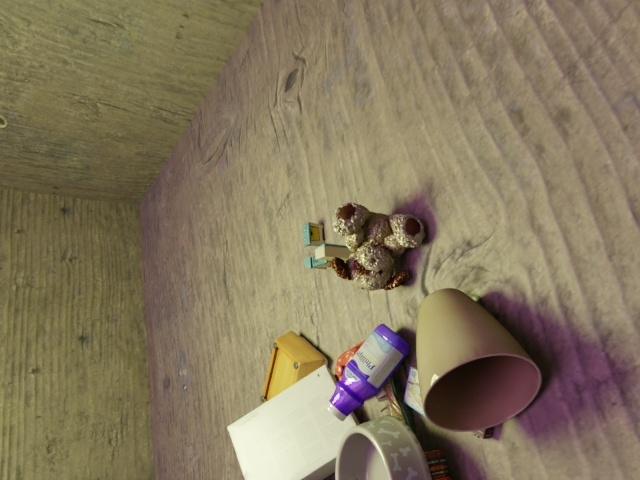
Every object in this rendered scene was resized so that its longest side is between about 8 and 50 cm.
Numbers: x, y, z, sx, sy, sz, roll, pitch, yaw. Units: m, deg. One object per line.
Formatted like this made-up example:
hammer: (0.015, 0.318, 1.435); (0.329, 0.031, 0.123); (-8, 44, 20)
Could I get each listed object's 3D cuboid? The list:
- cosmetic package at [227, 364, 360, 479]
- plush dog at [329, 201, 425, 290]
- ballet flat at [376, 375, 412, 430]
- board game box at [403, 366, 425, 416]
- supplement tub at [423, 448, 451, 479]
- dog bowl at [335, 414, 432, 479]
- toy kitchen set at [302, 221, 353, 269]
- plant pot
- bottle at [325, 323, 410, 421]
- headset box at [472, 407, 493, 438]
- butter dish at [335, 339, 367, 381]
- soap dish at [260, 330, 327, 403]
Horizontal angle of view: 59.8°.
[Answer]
cosmetic package: (-0.071, 0.605, 1.713); (0.377, 0.097, 0.284); (-32, 49, 0)
plush dog: (0.147, 0.032, 1.599); (0.210, 0.263, 0.225); (101, -178, -82)
ballet flat: (0.191, 0.447, 1.537); (0.073, 0.067, 0.206); (66, -175, -46)
board game box: (0.287, 0.410, 1.465); (0.154, 0.026, 0.103); (21, 102, 55)
supplement tub: (0.279, 0.625, 1.372); (0.106, 0.106, 0.197); (-40, 54, 46)
dog bowl: (0.146, 0.625, 1.406); (0.349, 0.102, 0.348); (-177, 90, -65)
toy kitchen set: (0.000, 0.000, 1.870); (0.207, 0.122, 0.166); (-23, 66, 52)
plant pot: (0.321, 0.246, 1.278); (0.256, 0.257, 0.274); (-61, 24, 30)
bottle: (0.126, 0.370, 1.548); (0.283, 0.092, 0.118); (-50, 35, -4)
headset box: (0.379, 0.425, 1.320); (0.062, 0.032, 0.083); (20, 99, 55)
butter dish: (0.098, 0.388, 1.666); (0.160, 0.118, 0.160); (-42, 52, 44)
soap dish: (-0.098, 0.492, 1.939); (0.229, 0.118, 0.290); (29, 110, 54)
